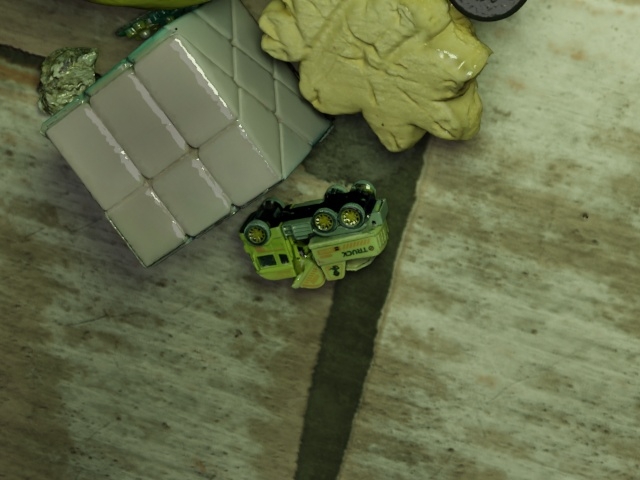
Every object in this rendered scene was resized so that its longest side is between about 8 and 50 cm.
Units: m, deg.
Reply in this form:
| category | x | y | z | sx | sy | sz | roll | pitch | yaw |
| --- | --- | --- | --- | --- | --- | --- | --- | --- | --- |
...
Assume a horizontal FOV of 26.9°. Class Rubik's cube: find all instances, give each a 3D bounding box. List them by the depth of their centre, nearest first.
| category | x | y | z | sx | sy | sz | roll | pitch | yaw |
| --- | --- | --- | --- | --- | --- | --- | --- | --- | --- |
| Rubik's cube | -0.156 | -0.140 | 1.636 | 0.225 | 0.231 | 0.221 | -33 | 99 | 26 |

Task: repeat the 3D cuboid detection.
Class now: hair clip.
| category | x | y | z | sx | sy | sz | roll | pitch | yaw |
| --- | --- | --- | --- | --- | --- | --- | --- | --- | --- |
| hair clip | -0.191 | -0.295 | 1.687 | 0.173 | 0.049 | 0.049 | -31 | 100 | 24 |

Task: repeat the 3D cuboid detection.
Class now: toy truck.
| category | x | y | z | sx | sy | sz | roll | pitch | yaw |
| --- | --- | --- | --- | --- | --- | --- | --- | --- | --- |
| toy truck | 0.000 | 0.000 | 1.727 | 0.191 | 0.085 | 0.116 | -10 | 112 | 18 |

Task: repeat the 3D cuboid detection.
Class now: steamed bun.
| category | x | y | z | sx | sy | sz | roll | pitch | yaw |
| --- | --- | --- | --- | --- | --- | --- | --- | --- | --- |
| steamed bun | 0.083 | -0.237 | 1.556 | 0.295 | 0.137 | 0.292 | 6 | 137 | 39 |

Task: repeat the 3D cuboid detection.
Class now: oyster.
| category | x | y | z | sx | sy | sz | roll | pitch | yaw |
| --- | --- | --- | --- | --- | --- | --- | --- | --- | --- |
| oyster | -0.335 | -0.206 | 1.769 | 0.098 | 0.037 | 0.100 | 4 | 112 | 16 |

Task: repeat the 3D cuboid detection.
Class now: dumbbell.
| category | x | y | z | sx | sy | sz | roll | pitch | yaw |
| --- | --- | --- | --- | --- | --- | --- | --- | --- | --- |
| dumbbell | 0.198 | -0.309 | 1.485 | 0.100 | 0.191 | 0.100 | 5 | 111 | 14 |

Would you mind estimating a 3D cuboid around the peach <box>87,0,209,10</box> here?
| category | x | y | z | sx | sy | sz | roll | pitch | yaw |
| --- | --- | --- | --- | --- | --- | --- | --- | --- | --- |
| peach | -0.195 | -0.418 | 1.498 | 0.316 | 0.314 | 0.281 | 42 | 143 | 24 |
